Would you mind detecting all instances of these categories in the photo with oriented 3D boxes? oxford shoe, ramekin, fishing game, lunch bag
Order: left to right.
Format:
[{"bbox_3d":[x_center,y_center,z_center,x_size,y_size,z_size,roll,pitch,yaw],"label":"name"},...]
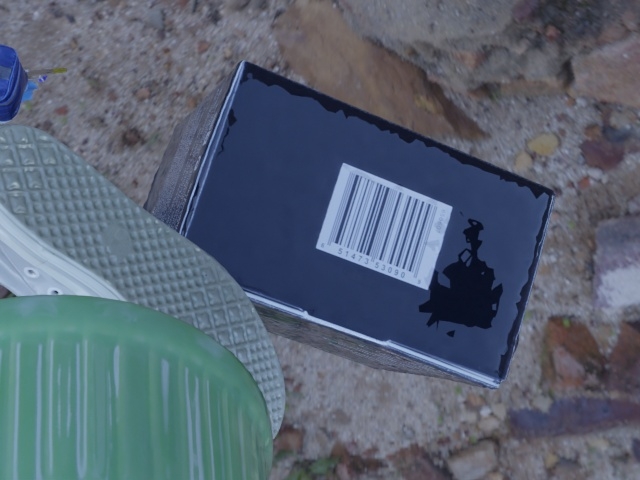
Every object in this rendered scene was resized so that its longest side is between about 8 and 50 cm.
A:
[{"bbox_3d":[-0.351,-0.167,1.034,0.098,0.065,0.067,10,73,-4],"label":"lunch bag"},{"bbox_3d":[-0.476,-0.168,1.436,0.264,0.189,0.041,-28,94,12],"label":"fishing game"},{"bbox_3d":[-0.169,0.195,0.648,0.303,0.148,0.303,-7,129,-9],"label":"ramekin"},{"bbox_3d":[-0.204,0.063,1.063,0.130,0.169,0.449,-24,122,37],"label":"oxford shoe"}]

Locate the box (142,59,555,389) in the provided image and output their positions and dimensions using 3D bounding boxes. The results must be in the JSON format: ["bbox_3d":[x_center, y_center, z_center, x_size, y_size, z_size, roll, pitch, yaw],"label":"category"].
[{"bbox_3d":[0.000,0.000,1.520,0.479,0.471,0.298,21,79,-16],"label":"box"}]
